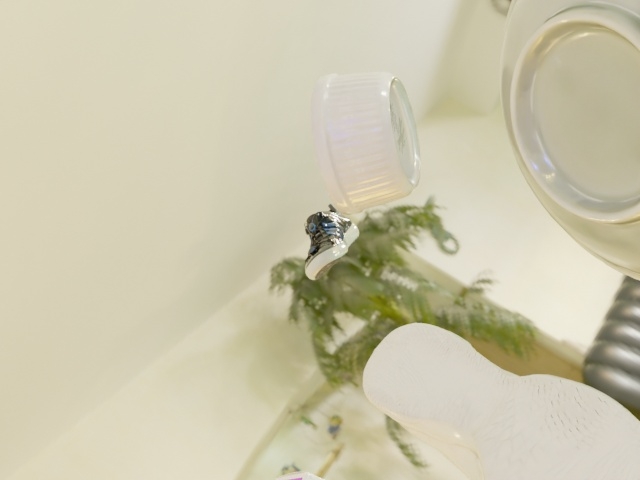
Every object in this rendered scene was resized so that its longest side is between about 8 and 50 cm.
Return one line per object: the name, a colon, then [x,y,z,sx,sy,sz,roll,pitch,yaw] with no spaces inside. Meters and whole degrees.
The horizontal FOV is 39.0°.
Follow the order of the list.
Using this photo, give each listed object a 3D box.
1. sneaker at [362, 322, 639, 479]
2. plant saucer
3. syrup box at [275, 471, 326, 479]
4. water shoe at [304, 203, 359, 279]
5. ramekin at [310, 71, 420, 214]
sneaker: [0.113,0.114,0.464,0.080,0.212,0.094,-48,-55,-5]
plant saucer: [0.297,-0.130,0.898,0.100,0.400,0.400,-21,-32,-28]
syrup box: [-0.038,0.491,1.406,0.096,0.093,0.237,-26,40,51]
water shoe: [0.000,0.000,1.417,0.073,0.080,0.203,-42,2,19]
ramekin: [0.072,-0.146,1.307,0.207,0.109,0.207,-9,-90,-70]
